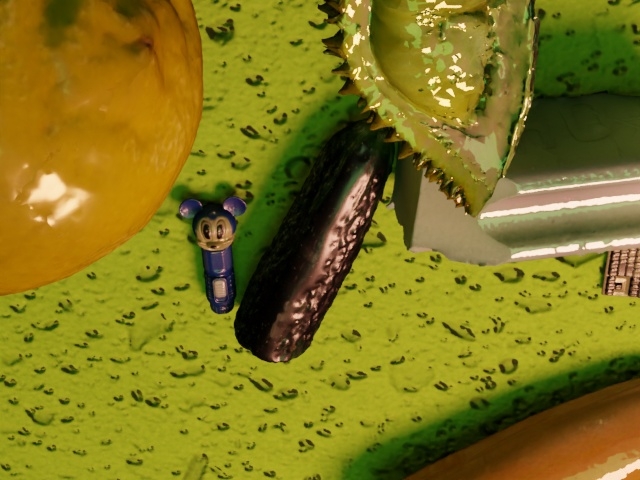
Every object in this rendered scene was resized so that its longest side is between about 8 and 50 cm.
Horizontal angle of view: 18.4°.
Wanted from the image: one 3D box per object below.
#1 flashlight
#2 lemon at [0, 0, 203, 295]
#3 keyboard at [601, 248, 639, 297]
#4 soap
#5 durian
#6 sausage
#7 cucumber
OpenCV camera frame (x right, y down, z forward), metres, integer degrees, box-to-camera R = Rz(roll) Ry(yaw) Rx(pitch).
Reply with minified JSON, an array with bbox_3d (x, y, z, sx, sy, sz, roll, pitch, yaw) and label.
[{"bbox_3d":[-0.089,0.014,1.694,0.057,0.035,0.121,-3,127,-1],"label":"flashlight"},{"bbox_3d":[-0.253,-0.120,1.408,0.348,0.348,0.348,-1,127,-1],"label":"lemon"},{"bbox_3d":[0.275,-0.002,1.707,0.049,0.015,0.129,1,127,-3],"label":"keyboard"},{"bbox_3d":[0.172,-0.052,1.591,0.231,0.145,0.091,-6,118,-3],"label":"soap"},{"bbox_3d":[0.097,-0.203,1.387,0.169,0.158,0.351,18,120,13],"label":"durian"},{"bbox_3d":[0.219,0.221,1.818,0.354,0.116,0.134,-27,114,13],"label":"sausage"},{"bbox_3d":[0.000,-0.001,1.664,0.074,0.074,0.241,18,124,-15],"label":"cucumber"}]
